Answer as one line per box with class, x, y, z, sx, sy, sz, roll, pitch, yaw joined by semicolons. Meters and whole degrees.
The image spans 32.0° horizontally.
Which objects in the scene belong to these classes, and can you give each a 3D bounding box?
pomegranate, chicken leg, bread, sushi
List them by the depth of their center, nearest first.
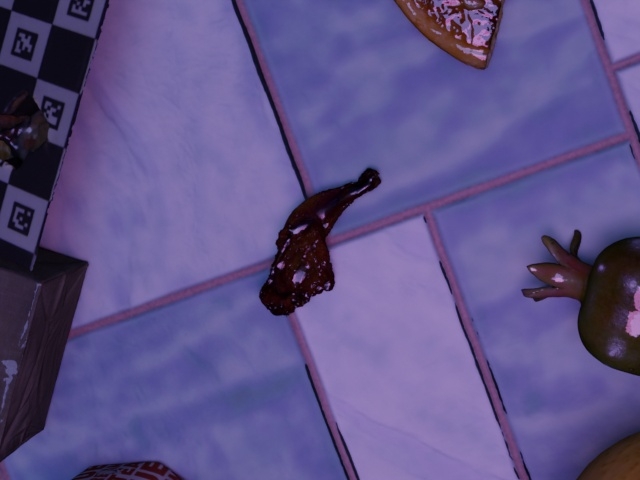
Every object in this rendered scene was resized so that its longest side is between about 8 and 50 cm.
pomegranate;0.324;0.063;1.224;0.191;0.131;0.152;18;107;29
bread;0.162;-0.255;1.236;0.154;0.054;0.136;-17;93;17
chicken leg;-0.007;-0.001;1.301;0.093;0.053;0.205;20;108;-17
sushi;-0.395;-0.188;1.313;0.343;0.064;0.359;21;99;25

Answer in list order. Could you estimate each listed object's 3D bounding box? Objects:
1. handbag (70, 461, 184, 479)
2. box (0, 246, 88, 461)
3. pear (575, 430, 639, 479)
handbag;-0.194;0.378;1.320;0.298;0.171;0.151;37;103;1
box;-0.397;0.120;1.326;0.148;0.155;0.231;18;99;6
pear;0.412;0.350;1.135;0.348;0.348;0.348;1;98;9
